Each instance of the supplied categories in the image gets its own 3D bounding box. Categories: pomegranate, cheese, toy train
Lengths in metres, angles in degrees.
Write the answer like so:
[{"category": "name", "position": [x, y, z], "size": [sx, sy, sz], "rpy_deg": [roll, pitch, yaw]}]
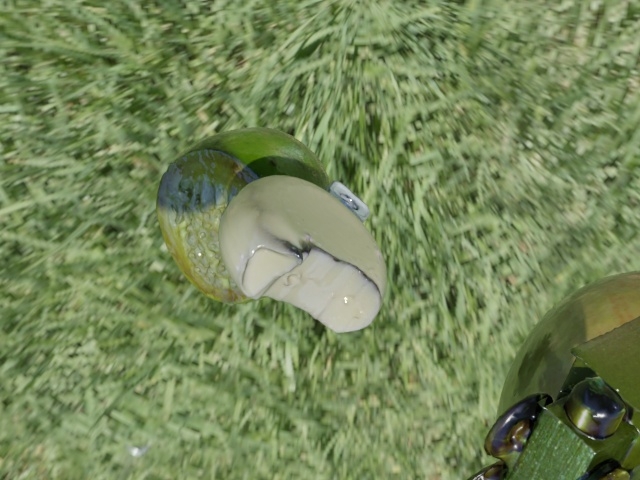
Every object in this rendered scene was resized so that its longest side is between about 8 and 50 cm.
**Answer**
[{"category": "pomegranate", "position": [-0.048, -0.037, 1.666], "size": [0.241, 0.159, 0.189], "rpy_deg": [-3, 106, 41]}, {"category": "cheese", "position": [-0.015, -0.014, 1.363], "size": [0.163, 0.249, 0.071], "rpy_deg": [33, 114, -20]}, {"category": "toy train", "position": [0.151, 0.159, 0.937], "size": [0.090, 0.137, 0.225], "rpy_deg": [44, 133, 28]}]

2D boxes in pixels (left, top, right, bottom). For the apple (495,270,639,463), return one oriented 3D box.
[{"category": "apple", "position": [0.306, 0.170, 1.351], "size": [0.319, 0.277, 0.319], "rpy_deg": [-3, 129, -4]}]
